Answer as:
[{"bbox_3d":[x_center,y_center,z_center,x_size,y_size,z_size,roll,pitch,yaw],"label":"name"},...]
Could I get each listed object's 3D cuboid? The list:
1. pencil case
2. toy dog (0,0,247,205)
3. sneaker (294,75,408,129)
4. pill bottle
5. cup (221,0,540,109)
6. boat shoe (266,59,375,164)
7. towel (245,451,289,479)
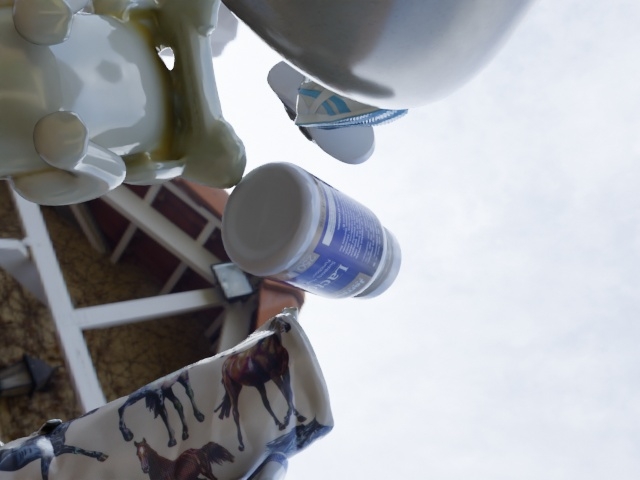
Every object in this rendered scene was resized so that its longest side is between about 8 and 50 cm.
[{"bbox_3d":[-0.179,0.231,0.779,0.183,0.411,0.160,60,-13,24],"label":"pencil case"},{"bbox_3d":[-0.354,-0.182,0.774,0.396,0.408,0.284,15,-67,40],"label":"toy dog"},{"bbox_3d":[0.042,-0.225,1.027,0.229,0.088,0.092,8,-84,46],"label":"sneaker"},{"bbox_3d":[0.000,0.000,0.925,0.153,0.265,0.153,-12,-111,33],"label":"pill bottle"},{"bbox_3d":[0.061,-0.249,0.557,0.332,0.237,0.330,-6,-119,11],"label":"cup"},{"bbox_3d":[0.006,-0.226,1.231,0.108,0.102,0.301,-40,-124,-6],"label":"boat shoe"},{"bbox_3d":[-0.118,0.346,0.626,0.034,0.285,0.209,38,-72,-2],"label":"towel"}]
